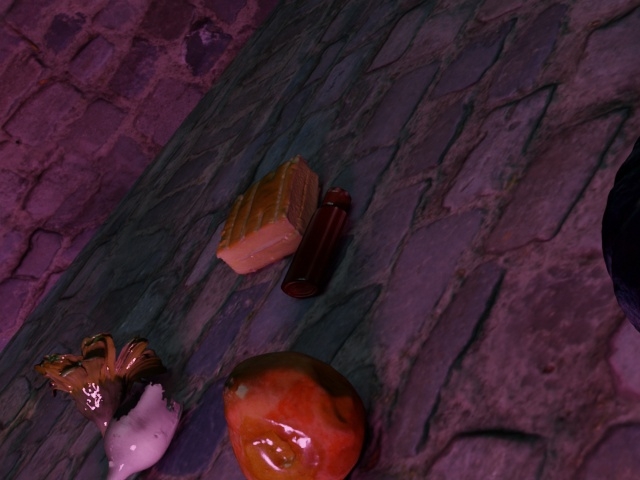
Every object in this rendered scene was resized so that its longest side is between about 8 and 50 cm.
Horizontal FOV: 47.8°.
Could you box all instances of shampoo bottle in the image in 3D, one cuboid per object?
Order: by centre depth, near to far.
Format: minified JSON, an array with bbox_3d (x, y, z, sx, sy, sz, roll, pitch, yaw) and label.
[{"bbox_3d":[0.000,0.000,1.553,0.102,0.064,0.260,-19,39,47],"label":"shampoo bottle"}]

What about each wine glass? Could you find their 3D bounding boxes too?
[{"bbox_3d":[-0.392,0.447,1.459,0.143,0.143,0.321,-19,39,41],"label":"wine glass"}]

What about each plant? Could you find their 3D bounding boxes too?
[{"bbox_3d":[-0.516,0.347,1.637,0.261,0.306,0.297,5,86,28],"label":"plant"}]

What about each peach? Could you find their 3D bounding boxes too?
[{"bbox_3d":[-0.053,0.275,1.113,0.214,0.235,0.214,-44,21,21],"label":"peach"}]

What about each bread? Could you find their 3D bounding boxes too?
[{"bbox_3d":[-0.124,-0.061,1.746,0.239,0.111,0.246,-26,35,32],"label":"bread"}]

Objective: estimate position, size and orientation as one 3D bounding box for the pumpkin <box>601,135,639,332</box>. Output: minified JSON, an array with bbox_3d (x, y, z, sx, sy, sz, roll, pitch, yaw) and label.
[{"bbox_3d":[0.473,-0.015,0.730,0.363,0.266,0.363,-35,34,28],"label":"pumpkin"}]
